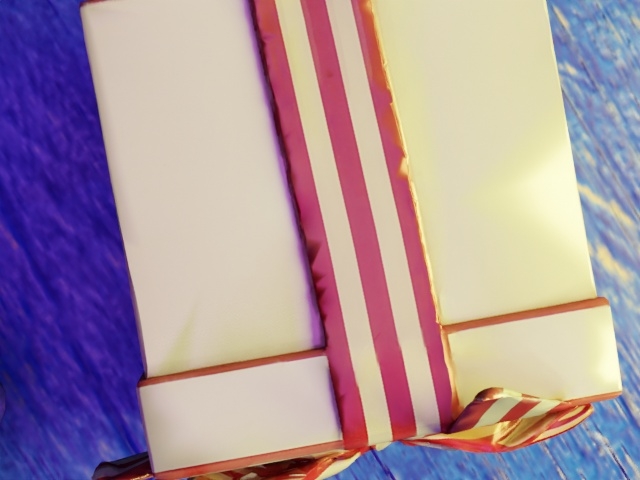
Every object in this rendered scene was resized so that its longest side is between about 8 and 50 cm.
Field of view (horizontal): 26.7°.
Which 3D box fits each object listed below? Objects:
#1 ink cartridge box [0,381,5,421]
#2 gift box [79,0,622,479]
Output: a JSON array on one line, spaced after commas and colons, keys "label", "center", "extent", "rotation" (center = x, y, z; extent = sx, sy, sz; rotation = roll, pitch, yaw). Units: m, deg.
[{"label": "ink cartridge box", "center": [-0.396, 0.115, 0.653], "extent": [0.395, 0.151, 0.270], "rotation": [24, 89, -29]}, {"label": "gift box", "center": [0.000, 0.000, 0.700], "extent": [0.255, 0.276, 0.258], "rotation": [-10, 93, 1]}]
